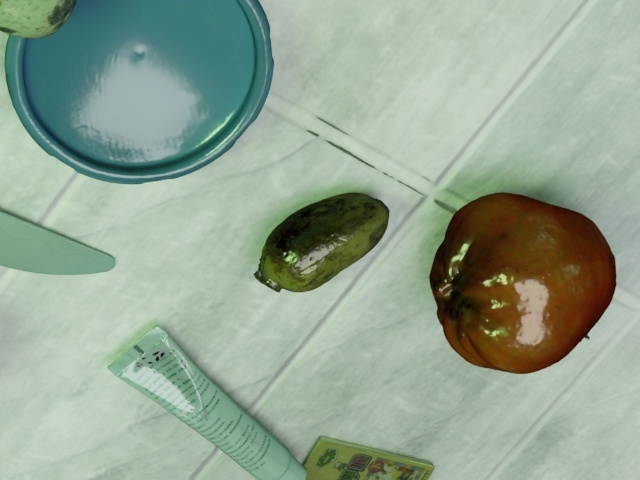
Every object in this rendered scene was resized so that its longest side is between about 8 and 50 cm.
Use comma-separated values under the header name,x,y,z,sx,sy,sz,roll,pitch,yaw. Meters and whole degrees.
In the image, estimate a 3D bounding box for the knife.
name,x,y,z,sx,sy,sz,roll,pitch,yaw
knife,-0.375,-0.015,1.890,0.331,0.044,0.080,31,109,-38

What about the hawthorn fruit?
name,x,y,z,sx,sy,sz,roll,pitch,yaw
hawthorn fruit,0.263,0.045,2.058,0.261,0.224,0.224,-13,129,-31

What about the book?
name,x,y,z,sx,sy,sz,roll,pitch,yaw
book,0.042,0.352,2.312,0.192,0.013,0.168,16,117,-28

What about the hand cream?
name,x,y,z,sx,sy,sz,roll,pitch,yaw
hand cream,-0.132,0.226,2.130,0.085,0.058,0.331,-38,128,11

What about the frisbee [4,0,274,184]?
name,x,y,z,sx,sy,sz,roll,pitch,yaw
frisbee,-0.195,-0.194,1.815,0.290,0.049,0.289,-6,122,-10

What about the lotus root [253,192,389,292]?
name,x,y,z,sx,sy,sz,roll,pitch,yaw
lotus root,0.000,0.000,2.000,0.179,0.089,0.080,-33,158,-4

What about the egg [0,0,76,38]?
name,x,y,z,sx,sy,sz,roll,pitch,yaw
egg,-0.305,-0.282,1.656,0.141,0.141,0.181,-26,123,-1
